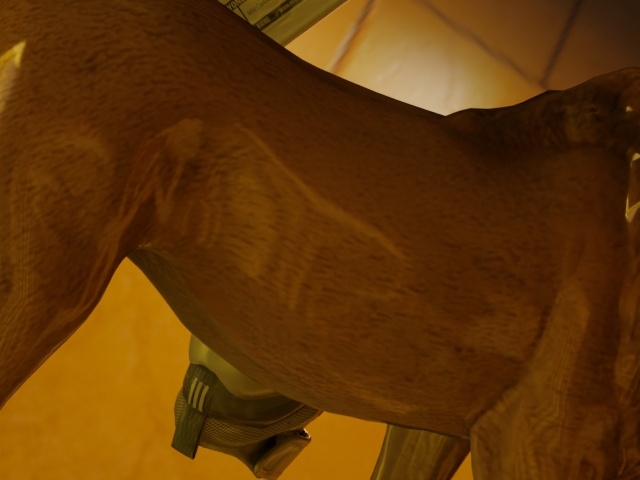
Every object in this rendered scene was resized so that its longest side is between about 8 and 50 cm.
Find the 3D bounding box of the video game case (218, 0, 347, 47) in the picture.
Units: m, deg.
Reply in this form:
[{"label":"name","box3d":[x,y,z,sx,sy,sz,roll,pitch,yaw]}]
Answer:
[{"label":"video game case","box3d":[-0.025,-0.238,1.103,0.206,0.227,0.026,55,22,-4]}]

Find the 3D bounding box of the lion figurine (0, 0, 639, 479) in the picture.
[{"label":"lion figurine","box3d":[0.000,0.000,0.568,0.392,0.240,0.142,17,17,-23]}]

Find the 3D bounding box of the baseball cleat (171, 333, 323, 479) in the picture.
[{"label":"baseball cleat","box3d":[0.004,0.038,0.809,0.072,0.109,0.206,40,32,25]}]
